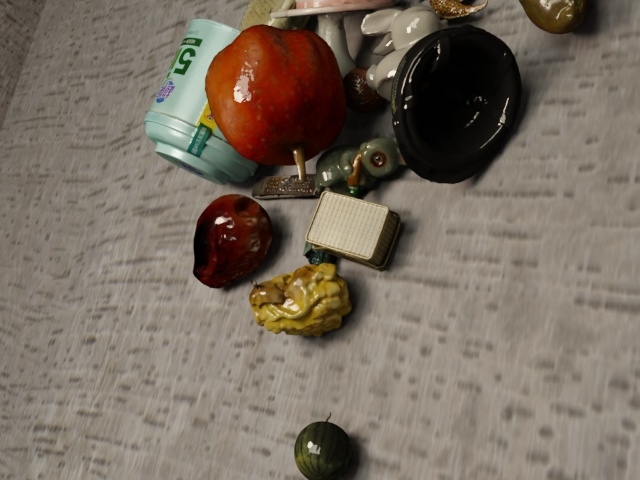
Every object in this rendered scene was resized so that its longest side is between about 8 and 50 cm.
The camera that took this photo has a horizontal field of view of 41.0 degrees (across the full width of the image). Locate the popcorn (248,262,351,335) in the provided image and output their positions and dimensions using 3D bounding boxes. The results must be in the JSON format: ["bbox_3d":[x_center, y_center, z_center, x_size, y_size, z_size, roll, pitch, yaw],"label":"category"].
[{"bbox_3d":[-0.037,0.121,1.668,0.194,0.163,0.140,-16,79,2],"label":"popcorn"}]

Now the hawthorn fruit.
[{"bbox_3d":[-0.075,-0.258,1.708,0.287,0.287,0.330,-32,62,29],"label":"hawthorn fruit"}]

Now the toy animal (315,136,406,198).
[{"bbox_3d":[0.092,-0.163,1.708,0.236,0.108,0.138,-34,48,26],"label":"toy animal"}]

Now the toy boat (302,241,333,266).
[{"bbox_3d":[0.000,0.000,1.753,0.055,0.060,0.141,-44,34,53],"label":"toy boat"}]

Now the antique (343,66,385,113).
[{"bbox_3d":[0.089,-0.314,1.796,0.104,0.104,0.104,-22,55,35],"label":"antique"}]

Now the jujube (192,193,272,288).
[{"bbox_3d":[-0.203,0.010,1.876,0.236,0.168,0.168,-56,40,32],"label":"jujube"}]

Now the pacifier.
[{"bbox_3d":[0.024,-0.477,1.859,0.273,0.220,0.332,-61,21,2],"label":"pacifier"}]

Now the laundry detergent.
[{"bbox_3d":[-0.234,-0.301,1.965,0.287,0.287,0.305,19,82,47],"label":"laundry detergent"}]

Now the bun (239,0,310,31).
[{"bbox_3d":[-0.096,-0.552,2.086,0.237,0.116,0.210,-48,32,3],"label":"bun"}]

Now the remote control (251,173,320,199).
[{"bbox_3d":[-0.074,-0.119,1.907,0.212,0.028,0.059,3,68,44],"label":"remote control"}]

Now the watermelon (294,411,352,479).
[{"bbox_3d":[0.006,0.364,1.521,0.105,0.105,0.133,-25,41,33],"label":"watermelon"}]

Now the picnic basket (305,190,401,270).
[{"bbox_3d":[0.063,-0.020,1.649,0.164,0.079,0.115,17,82,27],"label":"picnic basket"}]

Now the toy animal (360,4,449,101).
[{"bbox_3d":[0.169,-0.370,1.708,0.178,0.127,0.193,-9,66,26],"label":"toy animal"}]

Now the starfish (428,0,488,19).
[{"bbox_3d":[0.256,-0.486,1.761,0.238,0.057,0.213,-47,37,14],"label":"starfish"}]

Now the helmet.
[{"bbox_3d":[0.228,-0.257,1.563,0.160,0.230,0.279,-123,45,-63],"label":"helmet"}]

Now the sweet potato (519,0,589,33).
[{"bbox_3d":[0.410,-0.521,1.584,0.130,0.130,0.423,-29,45,30],"label":"sweet potato"}]
